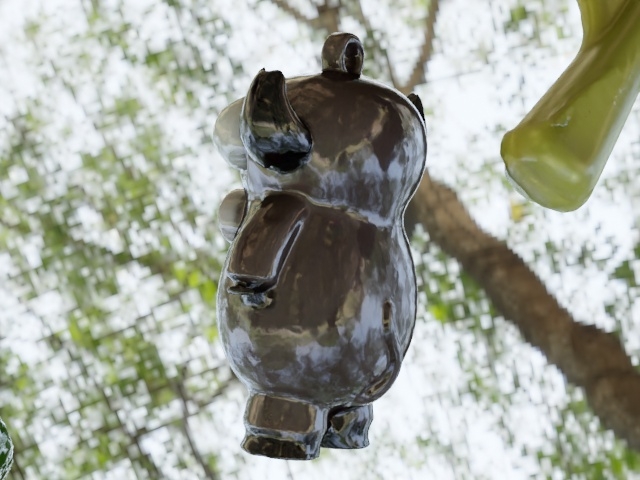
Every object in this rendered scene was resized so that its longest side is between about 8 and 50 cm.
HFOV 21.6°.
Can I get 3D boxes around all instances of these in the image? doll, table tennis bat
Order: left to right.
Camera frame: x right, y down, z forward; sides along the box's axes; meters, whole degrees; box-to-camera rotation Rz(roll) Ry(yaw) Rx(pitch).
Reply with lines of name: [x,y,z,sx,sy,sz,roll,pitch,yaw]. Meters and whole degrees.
doll: [0.002,0.002,1.036,0.117,0.257,0.182,0,-179,31]
table tennis bat: [0.212,-0.154,1.072,0.054,0.224,0.369,-34,-165,53]

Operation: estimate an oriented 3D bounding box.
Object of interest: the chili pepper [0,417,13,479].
chili pepper: [-0.113,0.087,0.394,0.083,0.253,0.099,10,-133,10]
